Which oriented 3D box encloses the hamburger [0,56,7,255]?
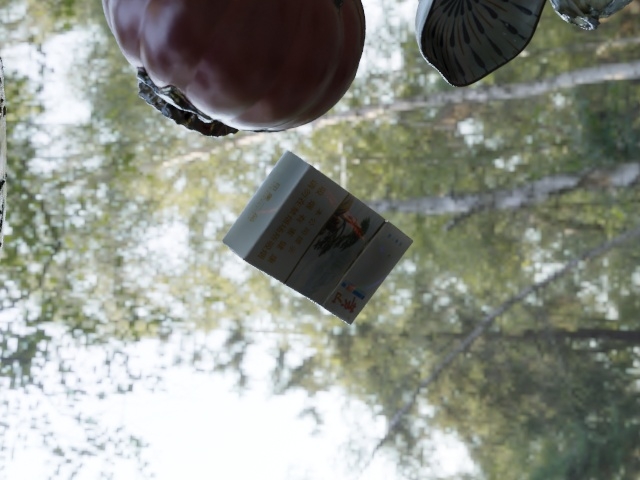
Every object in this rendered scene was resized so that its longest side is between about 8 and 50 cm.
[{"bbox_3d":[-0.246,-0.013,0.670,0.231,0.106,0.231,-179,90,-77],"label":"hamburger"}]

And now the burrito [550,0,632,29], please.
[{"bbox_3d":[0.229,-0.231,0.704,0.058,0.229,0.063,29,-156,-41],"label":"burrito"}]

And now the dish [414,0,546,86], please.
[{"bbox_3d":[0.164,-0.266,1.203,0.190,0.066,0.191,-24,-43,-25],"label":"dish"}]

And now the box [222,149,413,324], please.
[{"bbox_3d":[0.000,0.001,1.460,0.233,0.067,0.149,33,-84,-43],"label":"box"}]

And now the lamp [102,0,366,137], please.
[{"bbox_3d":[-0.072,-0.183,0.915,0.227,0.226,0.227,1,-90,-73],"label":"lamp"}]
